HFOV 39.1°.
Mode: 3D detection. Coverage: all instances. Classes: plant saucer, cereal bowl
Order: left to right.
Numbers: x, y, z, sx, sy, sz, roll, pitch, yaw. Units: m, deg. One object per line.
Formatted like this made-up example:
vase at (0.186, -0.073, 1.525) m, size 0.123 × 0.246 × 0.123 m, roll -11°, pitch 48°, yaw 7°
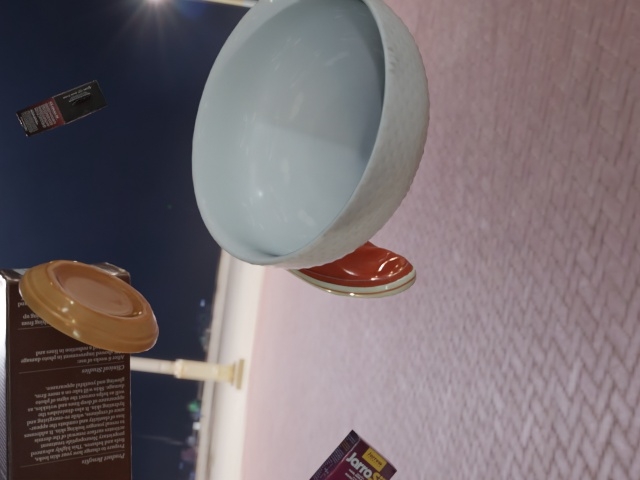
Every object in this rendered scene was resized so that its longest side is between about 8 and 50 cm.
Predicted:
plant saucer at (-0.308, 0.083, 1.228) m, size 0.037 × 0.199 × 0.200 m, roll -61°, pitch 11°, yaw 12°
cereal bowl at (0.002, -0.128, 1.062) m, size 0.339 × 0.141 × 0.339 m, roll -14°, pitch 71°, yaw 45°

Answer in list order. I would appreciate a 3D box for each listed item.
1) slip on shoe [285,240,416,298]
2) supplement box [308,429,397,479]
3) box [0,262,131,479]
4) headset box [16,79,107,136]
slip on shoe at (0.000, 0.000, 1.438) m, size 0.123 × 0.331 × 0.101 m, roll -39°, pitch -35°, yaw -46°
supplement box at (0.028, 0.242, 0.909) m, size 0.083 × 0.055 × 0.043 m, roll -49°, pitch 6°, yaw -5°
box at (-0.401, 0.232, 1.395) m, size 0.143 × 0.191 × 0.382 m, roll 10°, pitch 101°, yaw 59°
headset box at (-0.277, -0.143, 0.973) m, size 0.062 × 0.083 × 0.032 m, roll -37°, pitch -71°, yaw -44°
